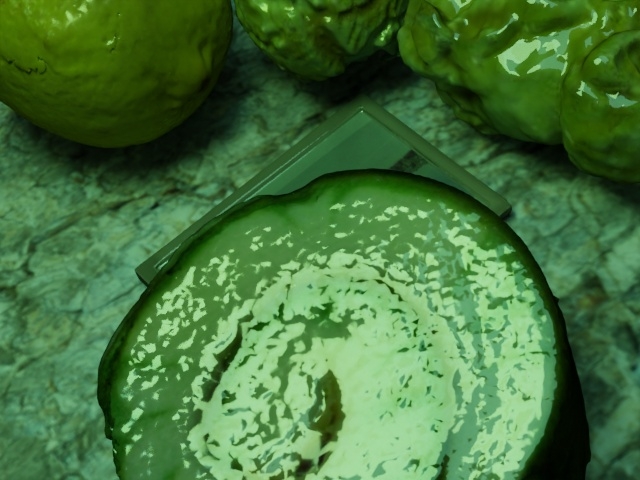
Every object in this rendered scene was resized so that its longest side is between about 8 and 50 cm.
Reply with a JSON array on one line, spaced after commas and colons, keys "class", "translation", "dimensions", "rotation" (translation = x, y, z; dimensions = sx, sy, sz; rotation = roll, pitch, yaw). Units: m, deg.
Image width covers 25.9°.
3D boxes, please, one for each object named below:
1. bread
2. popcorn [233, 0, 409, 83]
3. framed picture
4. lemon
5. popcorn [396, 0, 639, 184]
[{"class": "bread", "translation": [0.022, 0.127, 1.091], "dimensions": [0.382, 0.129, 0.366], "rotation": [18, 70, 24]}, {"class": "popcorn", "translation": [0.017, -0.243, 1.370], "dimensions": [0.198, 0.212, 0.197], "rotation": [-2, 84, 17]}, {"class": "framed picture", "translation": [0.000, 0.000, 1.283], "dimensions": [0.289, 0.016, 0.213], "rotation": [-38, 54, -15]}, {"class": "lemon", "translation": [-0.221, -0.221, 1.361], "dimensions": [0.261, 0.260, 0.284], "rotation": [-28, 49, -8]}, {"class": "popcorn", "translation": [0.223, -0.193, 1.258], "dimensions": [0.286, 0.174, 0.225], "rotation": [30, 81, 32]}]
